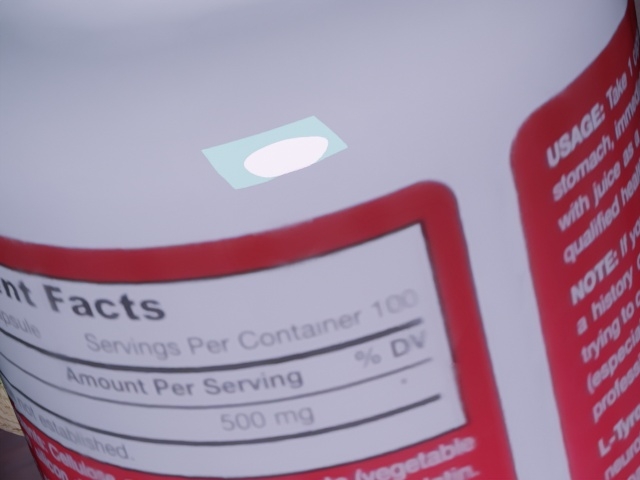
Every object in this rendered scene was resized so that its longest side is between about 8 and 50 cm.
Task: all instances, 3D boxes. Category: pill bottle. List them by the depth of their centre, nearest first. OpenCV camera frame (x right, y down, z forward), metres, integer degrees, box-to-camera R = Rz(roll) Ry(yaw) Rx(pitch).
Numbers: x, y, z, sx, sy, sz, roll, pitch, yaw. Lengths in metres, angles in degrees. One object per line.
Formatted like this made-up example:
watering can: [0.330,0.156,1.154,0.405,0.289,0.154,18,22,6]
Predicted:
pill bottle: [0.000,0.000,0.581,0.229,0.229,0.407,-13,121,3]

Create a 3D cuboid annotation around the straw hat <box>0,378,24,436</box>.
straw hat: [-0.106,0.038,0.701,0.145,0.061,0.144,-2,117,-3]
